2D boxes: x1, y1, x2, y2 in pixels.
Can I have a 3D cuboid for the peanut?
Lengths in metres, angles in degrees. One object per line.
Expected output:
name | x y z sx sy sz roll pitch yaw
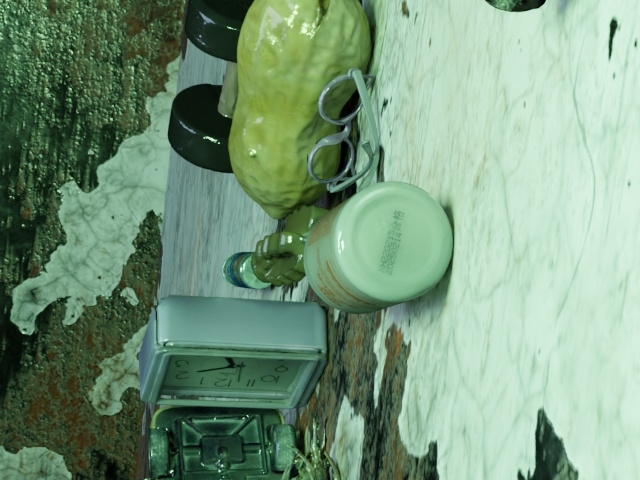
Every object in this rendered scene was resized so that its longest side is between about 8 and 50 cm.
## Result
peanut | -0.027 -0.150 1.857 0.149 0.149 0.313 -99 13 -50

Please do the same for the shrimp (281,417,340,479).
shrimp | -0.014 0.273 1.783 0.073 0.074 0.190 38 -117 -65

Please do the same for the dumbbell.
dumbbell | -0.107 -0.210 2.231 0.152 0.152 0.218 -101 19 -54

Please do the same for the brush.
brush | 0.000 0.000 1.794 0.071 0.084 0.301 53 163 -5

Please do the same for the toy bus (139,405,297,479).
toy bus | -0.107 0.360 1.942 0.365 0.176 0.202 -98 11 -46

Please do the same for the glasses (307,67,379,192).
glasses | 0.041 -0.091 1.753 0.104 0.062 0.140 44 132 47

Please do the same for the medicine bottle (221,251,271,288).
medicine bottle | -0.096 0.040 2.338 0.191 0.051 0.051 172 102 -80

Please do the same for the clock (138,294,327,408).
clock | -0.098 0.126 1.939 0.145 0.193 0.073 112 158 -58

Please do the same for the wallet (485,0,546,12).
wallet | 0.158 -0.314 1.153 0.221 0.071 0.262 113 166 -60

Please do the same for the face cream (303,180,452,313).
face cream | 0.037 0.014 1.538 0.251 0.101 0.101 150 124 -76
